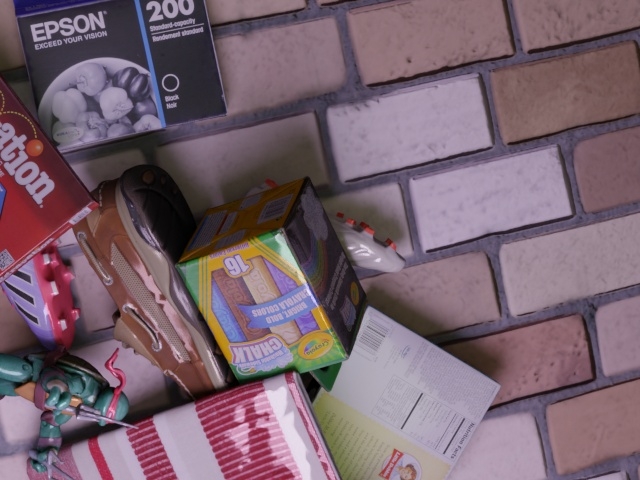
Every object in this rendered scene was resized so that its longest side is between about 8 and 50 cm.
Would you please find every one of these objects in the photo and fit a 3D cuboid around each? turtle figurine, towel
[{"bbox_3d":[-0.290,0.167,1.587,0.234,0.175,0.118,18,48,7],"label":"turtle figurine"},{"bbox_3d":[-0.130,0.292,1.638,0.329,0.037,0.237,-20,100,15],"label":"towel"}]

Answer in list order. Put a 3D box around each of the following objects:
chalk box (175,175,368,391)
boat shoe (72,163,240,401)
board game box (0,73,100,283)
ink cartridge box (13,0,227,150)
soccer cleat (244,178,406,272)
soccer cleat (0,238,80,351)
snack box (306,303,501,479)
[{"bbox_3d":[-0.039,0.065,1.623,0.132,0.132,0.213,-17,112,20],"label":"chalk box"},{"bbox_3d":[-0.166,0.072,1.649,0.119,0.122,0.324,-17,108,22],"label":"boat shoe"},{"bbox_3d":[-0.367,-0.101,1.564,0.145,0.027,0.281,-38,79,-1],"label":"board game box"},{"bbox_3d":[-0.220,-0.216,1.641,0.206,0.045,0.208,-13,96,-11],"label":"ink cartridge box"},{"bbox_3d":[0.000,0.000,1.698,0.196,0.068,0.076,25,95,-6],"label":"soccer cleat"},{"bbox_3d":[-0.333,0.007,1.623,0.095,0.083,0.248,-17,100,11],"label":"soccer cleat"},{"bbox_3d":[0.045,0.254,1.726,0.187,0.060,0.322,32,87,-11],"label":"snack box"}]
